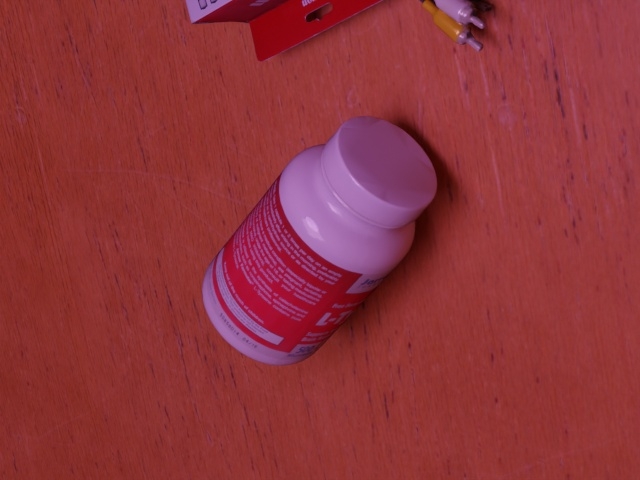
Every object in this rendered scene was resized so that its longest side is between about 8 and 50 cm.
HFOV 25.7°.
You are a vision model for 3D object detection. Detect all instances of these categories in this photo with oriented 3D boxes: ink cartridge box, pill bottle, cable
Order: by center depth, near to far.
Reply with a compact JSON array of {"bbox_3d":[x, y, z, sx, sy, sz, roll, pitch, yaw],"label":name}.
[{"bbox_3d":[0.134,-0.380,2.001,0.287,0.072,0.139,28,127,30],"label":"cable"},{"bbox_3d":[-0.068,-0.438,2.085,0.309,0.130,0.272,-21,82,44],"label":"ink cartridge box"},{"bbox_3d":[0.000,0.000,2.169,0.229,0.229,0.407,52,133,12],"label":"pill bottle"}]
